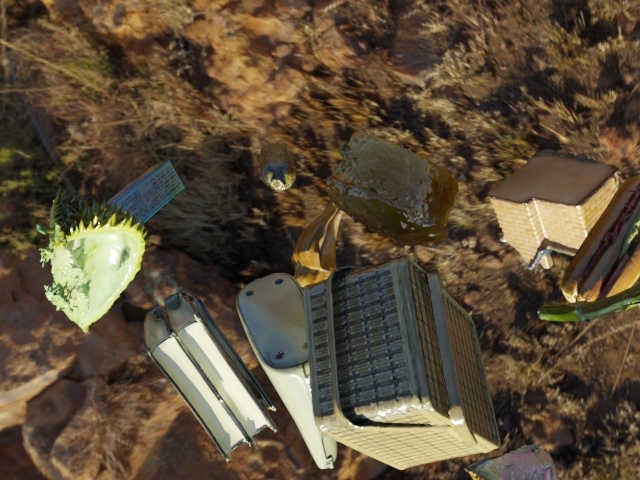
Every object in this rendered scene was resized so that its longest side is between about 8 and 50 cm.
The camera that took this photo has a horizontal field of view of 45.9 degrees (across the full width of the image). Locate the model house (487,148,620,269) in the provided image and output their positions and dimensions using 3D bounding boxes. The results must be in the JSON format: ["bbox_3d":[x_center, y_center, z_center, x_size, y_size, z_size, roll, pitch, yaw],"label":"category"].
[{"bbox_3d":[0.419,-0.037,1.298,0.183,0.166,0.172,18,138,52],"label":"model house"}]

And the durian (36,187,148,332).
[{"bbox_3d":[-0.213,0.010,0.693,0.086,0.215,0.100,15,59,1],"label":"durian"}]

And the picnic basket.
[{"bbox_3d":[0.125,0.179,1.067,0.175,0.313,0.228,-19,57,22],"label":"picnic basket"}]

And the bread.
[{"bbox_3d":[0.128,-0.073,1.170,0.139,0.229,0.143,17,85,48],"label":"bread"}]

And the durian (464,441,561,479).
[{"bbox_3d":[0.451,0.577,1.656,0.195,0.305,0.185,45,109,39],"label":"durian"}]

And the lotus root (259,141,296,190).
[{"bbox_3d":[-0.108,-0.185,1.897,0.089,0.179,0.080,-4,131,-7],"label":"lotus root"}]

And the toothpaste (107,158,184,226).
[{"bbox_3d":[-0.329,-0.062,1.340,0.050,0.266,0.065,-21,109,27],"label":"toothpaste"}]

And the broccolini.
[{"bbox_3d":[0.297,0.059,0.740,0.051,0.054,0.239,58,154,0],"label":"broccolini"}]

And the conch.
[{"bbox_3d":[-0.004,0.000,1.611,0.093,0.109,0.330,1,68,37],"label":"conch"}]

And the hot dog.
[{"bbox_3d":[0.422,-0.005,1.058,0.092,0.062,0.235,26,78,34],"label":"hot dog"}]

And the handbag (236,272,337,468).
[{"bbox_3d":[-0.043,0.221,1.183,0.109,0.241,0.315,-17,133,-12],"label":"handbag"}]

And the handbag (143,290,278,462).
[{"bbox_3d":[-0.258,0.305,1.771,0.160,0.237,0.358,-34,108,-9],"label":"handbag"}]
